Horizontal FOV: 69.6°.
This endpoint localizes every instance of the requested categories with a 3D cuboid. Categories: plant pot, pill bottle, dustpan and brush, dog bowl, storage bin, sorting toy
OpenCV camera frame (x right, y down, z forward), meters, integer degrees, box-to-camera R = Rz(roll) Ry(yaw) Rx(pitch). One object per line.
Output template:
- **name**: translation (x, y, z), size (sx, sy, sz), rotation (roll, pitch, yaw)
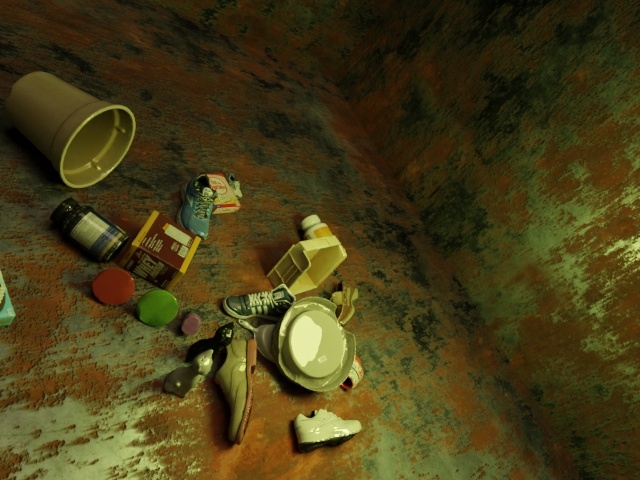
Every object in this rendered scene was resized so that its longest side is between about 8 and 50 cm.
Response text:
- **plant pot**: translation (-0.879, -0.404, 1.591), size (0.305, 0.334, 0.334), rotation (35, 33, 3)
- **pill bottle**: translation (0.000, 0.000, 2.276), size (0.136, 0.136, 0.246), rotation (-7, 61, -51)
- **dustpan and brush**: translation (-0.218, 0.357, 1.744), size (0.211, 0.060, 0.147), rotation (42, 46, -19)
- **dog bowl**: translation (-0.031, 0.396, 1.755), size (0.348, 0.102, 0.349), rotation (13, 65, -31)
- **storage bin**: translation (-0.055, 0.109, 1.994), size (0.262, 0.260, 0.123), rotation (-10, 59, -52)
- **pill bottle**: translation (-0.745, -0.035, 1.489), size (0.219, 0.123, 0.123), rotation (39, 34, -11)
- **sorting toy**: translation (-0.558, 0.188, 1.518), size (0.365, 0.127, 0.126), rotation (34, 6, -24)

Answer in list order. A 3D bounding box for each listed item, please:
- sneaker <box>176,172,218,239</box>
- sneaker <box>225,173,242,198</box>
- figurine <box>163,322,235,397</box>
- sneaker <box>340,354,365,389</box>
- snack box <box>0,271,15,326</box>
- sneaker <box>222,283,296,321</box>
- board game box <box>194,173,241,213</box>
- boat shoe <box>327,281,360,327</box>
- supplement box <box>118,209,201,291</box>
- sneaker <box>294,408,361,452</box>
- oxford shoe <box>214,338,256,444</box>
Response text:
- **sneaker**: translation (-0.496, -0.147, 1.865), size (0.129, 0.147, 0.330), rotation (18, 44, -37)
- **sneaker**: translation (-0.405, -0.257, 2.163), size (0.052, 0.058, 0.135), rotation (-15, 67, -53)
- **figurine**: translation (-0.364, 0.363, 1.422), size (0.092, 0.209, 0.215), rotation (43, 34, -6)
- **sneaker**: translation (0.071, 0.483, 1.895), size (0.270, 0.090, 0.145), rotation (52, 31, 2)
- **snack box**: translation (-0.946, 0.088, 1.191), size (0.187, 0.060, 0.322), rotation (-8, 61, -52)
- **sneaker**: translation (-0.223, 0.231, 1.768), size (0.282, 0.153, 0.099), rotation (15, 44, -39)
- **board game box**: translation (-0.462, -0.211, 2.062), size (0.146, 0.045, 0.194), rotation (-11, 64, -53)
- **boat shoe**: translation (0.086, 0.295, 2.098), size (0.120, 0.122, 0.324), rotation (38, 26, -4)
- **supplement box**: translation (-0.560, 0.037, 1.616), size (0.194, 0.129, 0.191), rotation (34, 36, -19)
- **sneaker**: translation (0.032, 0.665, 1.651), size (0.297, 0.111, 0.129), rotation (13, 40, -42)
- **oxford shoe**: translation (-0.284, 0.485, 1.505), size (0.130, 0.123, 0.348), rotation (7, 46, -9)
